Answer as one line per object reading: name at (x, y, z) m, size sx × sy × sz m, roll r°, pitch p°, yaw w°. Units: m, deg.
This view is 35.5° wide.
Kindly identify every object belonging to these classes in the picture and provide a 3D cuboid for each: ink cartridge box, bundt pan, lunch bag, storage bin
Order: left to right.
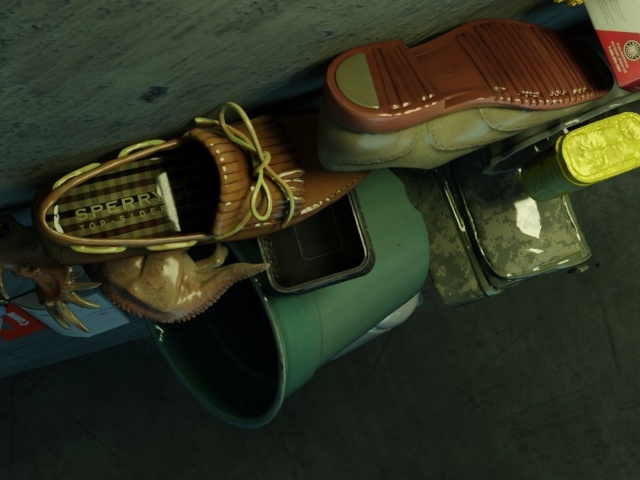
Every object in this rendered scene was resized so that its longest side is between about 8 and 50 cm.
ink cartridge box at (-0.482, 0.141, 1.802) m, size 0.232 × 0.066 × 0.189 m, roll -24°, pitch 159°, yaw -1°
storage bin at (-0.015, -0.034, 1.196) m, size 0.122 × 0.180 × 0.084 m, roll -17°, pitch 174°, yaw 6°
lunch bag at (0.300, -0.064, 1.706) m, size 0.256 × 0.305 × 0.213 m, roll -20°, pitch 178°, yaw 33°
bundt pan at (0.355, -0.207, 1.394) m, size 0.331 × 0.124 × 0.331 m, roll -21°, pitch 175°, yaw -2°
ink cartridge box at (0.379, -0.250, 1.042) m, size 0.176 × 0.128 × 0.127 m, roll -23°, pitch 174°, yaw 25°

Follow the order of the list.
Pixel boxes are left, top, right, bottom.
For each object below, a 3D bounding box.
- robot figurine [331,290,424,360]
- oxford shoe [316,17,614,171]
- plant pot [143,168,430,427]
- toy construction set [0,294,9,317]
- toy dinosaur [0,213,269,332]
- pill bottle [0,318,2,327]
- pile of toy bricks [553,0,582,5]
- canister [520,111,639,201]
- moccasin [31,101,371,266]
robot figurine at (0.044, 0.094, 1.831) m, size 0.300 × 0.199 × 0.353 m, roll 14°, pitch 147°, yaw -36°
oxford shoe at (0.151, -0.149, 1.073) m, size 0.348 × 0.123 × 0.130 m, roll -8°, pitch 147°, yaw -21°
plant pot at (-0.042, 0.040, 1.446) m, size 0.334 × 0.341 × 0.341 m, roll -27°, pitch 179°, yaw -35°
toy construction set at (-0.465, 0.080, 1.113) m, size 0.215 × 0.151 × 0.328 m, roll -20°, pitch -175°, yaw -9°
toy dinosaur at (-0.217, 0.036, 1.150) m, size 0.127 × 0.296 × 0.200 m, roll 104°, pitch 9°, yaw -55°
pill bottle at (-0.537, 0.118, 1.429) m, size 0.086 × 0.086 × 0.152 m, roll -24°, pitch 174°, yaw 25°
pile of toy bricks at (0.302, -0.248, 0.897) m, size 0.118 × 0.105 × 0.212 m, roll -19°, pitch 174°, yaw -22°
canister at (0.351, -0.107, 1.344) m, size 0.126 × 0.073 × 0.170 m, roll -20°, pitch 176°, yaw -10°
moccasin at (-0.113, -0.066, 1.059) m, size 0.380 × 0.139 × 0.147 m, roll -10°, pitch 180°, yaw -16°
